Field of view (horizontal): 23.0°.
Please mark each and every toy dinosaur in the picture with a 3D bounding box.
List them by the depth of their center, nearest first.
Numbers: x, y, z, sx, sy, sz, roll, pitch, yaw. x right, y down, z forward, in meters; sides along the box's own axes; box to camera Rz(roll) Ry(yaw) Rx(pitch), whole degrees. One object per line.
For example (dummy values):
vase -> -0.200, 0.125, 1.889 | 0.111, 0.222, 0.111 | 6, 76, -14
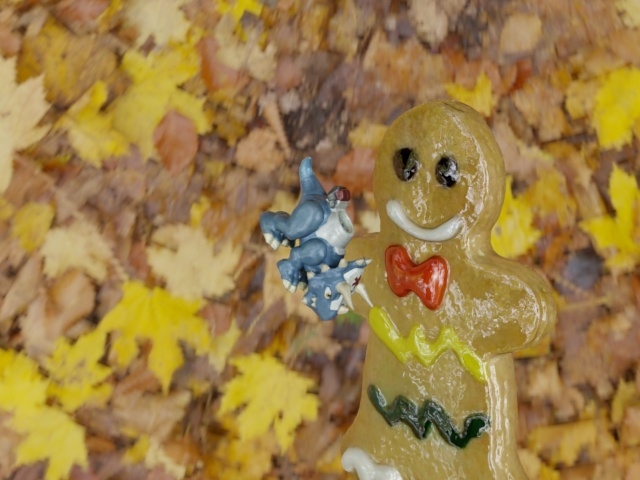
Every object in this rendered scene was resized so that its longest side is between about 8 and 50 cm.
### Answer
toy dinosaur -> 0.000, 0.000, 0.806 | 0.047, 0.030, 0.083 | -25, 80, 23

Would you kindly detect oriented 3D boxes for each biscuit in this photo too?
biscuit -> 0.060, 0.044, 0.856 | 0.158, 0.035, 0.240 | 9, 105, 45
